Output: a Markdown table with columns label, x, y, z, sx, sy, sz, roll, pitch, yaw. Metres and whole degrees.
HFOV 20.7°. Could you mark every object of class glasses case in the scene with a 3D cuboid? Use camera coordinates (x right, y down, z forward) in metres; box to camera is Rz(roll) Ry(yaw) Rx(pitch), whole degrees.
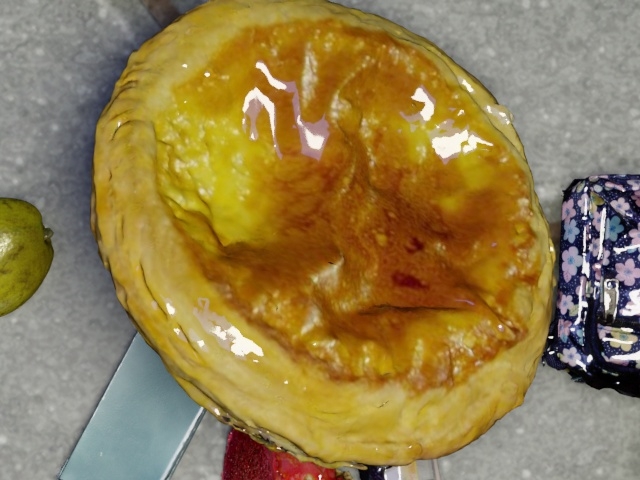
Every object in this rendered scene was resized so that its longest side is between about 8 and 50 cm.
| label | x | y | z | sx | sy | sz | roll | pitch | yaw |
| --- | --- | --- | --- | --- | --- | --- | --- | --- | --- |
| glasses case | -0.133 | 0.127 | 1.620 | 0.105 | 0.056 | 0.266 | 26 | 85 | 23 |

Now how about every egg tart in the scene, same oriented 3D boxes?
| label | x | y | z | sx | sy | sz | roll | pitch | yaw |
| --- | --- | --- | --- | --- | --- | --- | --- | --- | --- |
| egg tart | 0.000 | 0.000 | 1.510 | 0.443 | 0.178 | 0.443 | 12 | 60 | -22 |

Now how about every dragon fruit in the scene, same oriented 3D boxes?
| label | x | y | z | sx | sy | sz | roll | pitch | yaw |
| --- | --- | --- | --- | --- | --- | --- | --- | --- | --- |
| dragon fruit | -0.017 | 0.228 | 1.580 | 0.111 | 0.153 | 0.153 | -2 | 87 | -21 |

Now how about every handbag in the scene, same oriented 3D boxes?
| label | x | y | z | sx | sy | sz | roll | pitch | yaw |
| --- | --- | --- | --- | --- | --- | --- | --- | --- | --- |
| handbag | 0.316 | 0.045 | 1.607 | 0.228 | 0.127 | 0.208 | 5 | 86 | -11 |

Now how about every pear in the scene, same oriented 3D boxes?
| label | x | y | z | sx | sy | sz | roll | pitch | yaw |
| --- | --- | --- | --- | --- | --- | --- | --- | --- | --- |
| pear | -0.302 | 0.017 | 1.584 | 0.131 | 0.107 | 0.107 | -19 | 88 | 5 |

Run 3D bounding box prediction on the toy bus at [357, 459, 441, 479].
| label | x | y | z | sx | sy | sz | roll | pitch | yaw |
| --- | --- | --- | --- | --- | --- | --- | --- | --- | --- |
| toy bus | 0.064 | 0.156 | 1.621 | 0.072 | 0.057 | 0.172 | -10 | 87 | -13 |
